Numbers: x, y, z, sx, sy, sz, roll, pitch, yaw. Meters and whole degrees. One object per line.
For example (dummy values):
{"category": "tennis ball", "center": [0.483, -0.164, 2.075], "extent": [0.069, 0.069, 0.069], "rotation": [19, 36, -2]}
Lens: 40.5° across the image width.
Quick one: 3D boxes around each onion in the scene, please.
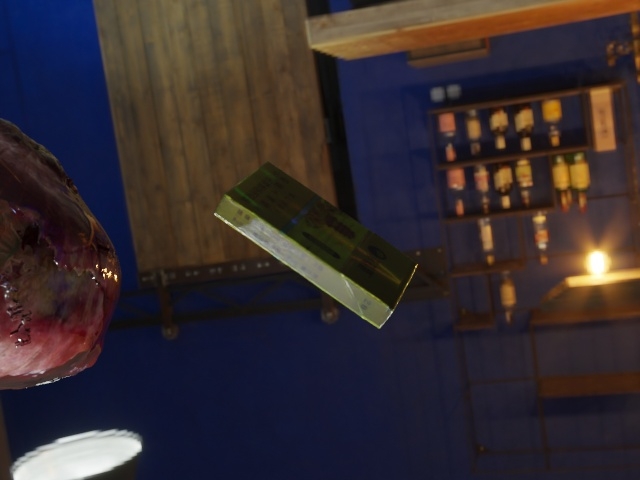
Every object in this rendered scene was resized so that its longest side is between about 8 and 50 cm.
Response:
{"category": "onion", "center": [-0.272, 0.013, 0.629], "extent": [0.219, 0.252, 0.252], "rotation": [-50, -176, 3]}

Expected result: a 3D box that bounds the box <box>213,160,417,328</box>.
{"category": "box", "center": [0.000, 0.000, 0.863], "extent": [0.193, 0.030, 0.121], "rotation": [34, -153, 3]}
